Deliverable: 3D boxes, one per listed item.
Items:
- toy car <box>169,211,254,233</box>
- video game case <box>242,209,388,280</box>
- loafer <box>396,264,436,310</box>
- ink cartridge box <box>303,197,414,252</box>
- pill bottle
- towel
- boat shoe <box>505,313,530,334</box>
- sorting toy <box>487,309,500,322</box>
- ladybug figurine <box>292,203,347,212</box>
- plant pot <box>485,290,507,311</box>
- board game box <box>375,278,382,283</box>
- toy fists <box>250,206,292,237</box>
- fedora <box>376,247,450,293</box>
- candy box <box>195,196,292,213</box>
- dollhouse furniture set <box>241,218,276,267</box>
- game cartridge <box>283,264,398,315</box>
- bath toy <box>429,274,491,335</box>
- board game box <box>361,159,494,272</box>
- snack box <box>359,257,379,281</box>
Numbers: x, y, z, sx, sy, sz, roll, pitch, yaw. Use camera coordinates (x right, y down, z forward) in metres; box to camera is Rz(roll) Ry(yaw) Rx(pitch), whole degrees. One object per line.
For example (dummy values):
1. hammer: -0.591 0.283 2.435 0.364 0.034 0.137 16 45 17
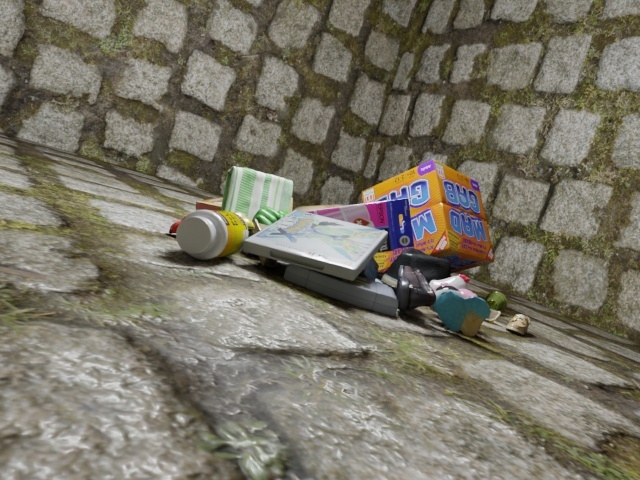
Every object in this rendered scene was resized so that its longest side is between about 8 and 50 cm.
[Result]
1. toy car: -0.287 -0.046 1.411 0.239 0.053 0.225 -3 -1 7
2. video game case: 0.000 0.000 1.332 0.300 0.036 0.329 14 21 17
3. loafer: 0.260 0.136 1.361 0.095 0.109 0.302 5 7 8
4. ink cartridge box: 0.135 -0.038 1.700 0.370 0.176 0.069 -8 5 0
5. pill bottle: -0.260 -0.015 1.184 0.117 0.117 0.215 19 5 9
6. towel: -0.209 -0.108 1.653 0.038 0.248 0.325 10 1 34
7. boat shoe: 0.654 0.272 1.621 0.063 0.059 0.170 21 6 29
8. sorting toy: 0.547 0.245 1.655 0.083 0.045 0.075 17 -2 -8
9. ladybug figurine: 0.005 -0.099 2.500 0.305 0.162 0.449 -4 4 -13
10. plant pot: 0.676 0.248 1.917 0.083 0.083 0.079 21 19 30
11. board game box: 0.127 0.119 1.607 0.103 0.026 0.154 16 6 -17
12. toy fists: -0.147 -0.031 1.607 0.096 0.142 0.279 20 6 22
13. fedora: 0.342 0.114 1.694 0.334 0.153 0.334 18 5 -2
14. candy box: -0.267 -0.109 1.767 0.183 0.088 0.316 12 19 33
15. dollhouse furniture set: -0.116 0.042 1.427 0.182 0.101 0.161 15 31 -36
16. game cartridge: 0.056 0.115 1.277 0.294 0.060 0.196 18 9 3
17. bath toy: 0.387 0.170 1.385 0.151 0.129 0.348 54 10 1
18. board game box: 0.433 -0.060 2.007 0.356 0.356 0.356 -21 -24 40
19. snack box: 0.056 0.060 1.450 0.207 0.070 0.174 13 -12 18
